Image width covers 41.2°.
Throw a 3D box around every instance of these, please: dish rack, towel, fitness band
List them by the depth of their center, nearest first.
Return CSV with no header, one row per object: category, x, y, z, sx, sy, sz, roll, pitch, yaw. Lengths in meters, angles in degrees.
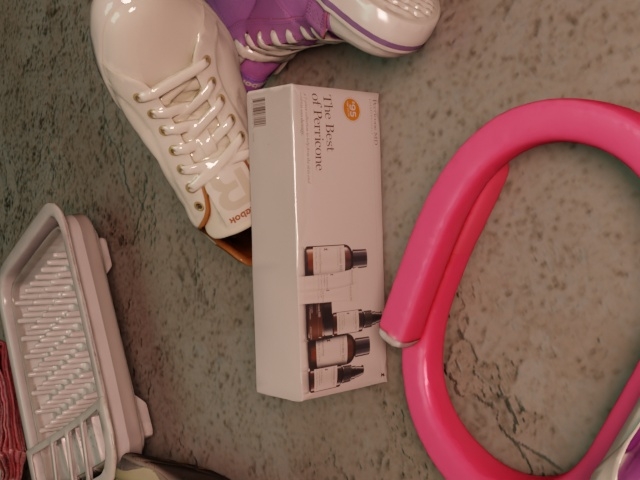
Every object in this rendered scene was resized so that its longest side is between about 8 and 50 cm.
fitness band,0.142,0.050,0.560,0.209,0.054,0.290,39,121,39
dish rack,-0.298,0.145,1.027,0.285,0.072,0.332,-36,66,49
towel,-0.486,0.343,1.245,0.237,0.037,0.329,55,132,49

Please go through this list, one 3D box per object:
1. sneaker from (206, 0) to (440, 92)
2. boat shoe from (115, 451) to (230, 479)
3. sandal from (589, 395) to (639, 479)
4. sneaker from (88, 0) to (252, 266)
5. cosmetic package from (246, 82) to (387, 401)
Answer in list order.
sneaker,-0.013,-0.175,0.693,0.282,0.102,0.161,52,132,45
boat shoe,-0.088,0.290,0.757,0.355,0.132,0.130,1,73,57
sandal,0.203,0.166,0.429,0.169,0.102,0.416,17,106,25
sneaker,-0.085,-0.083,0.686,0.123,0.106,0.290,53,172,34
cosmetic package,0.000,0.000,0.682,0.060,0.099,0.239,0,93,45
